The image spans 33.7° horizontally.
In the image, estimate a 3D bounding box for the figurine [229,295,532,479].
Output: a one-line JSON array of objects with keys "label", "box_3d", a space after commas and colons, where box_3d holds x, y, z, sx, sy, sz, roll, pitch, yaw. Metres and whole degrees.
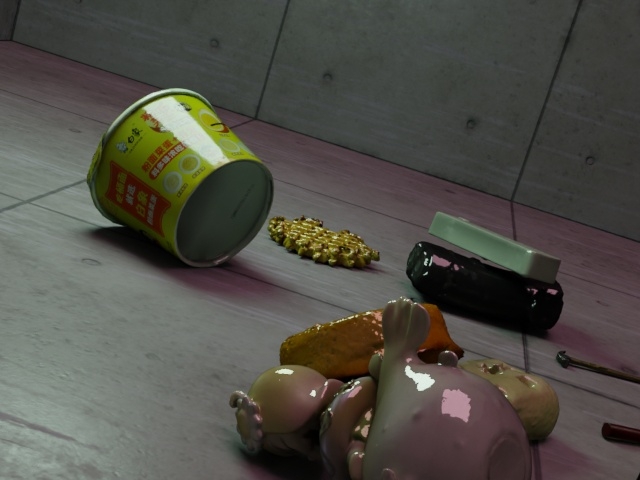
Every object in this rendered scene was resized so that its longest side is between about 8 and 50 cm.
[{"label": "figurine", "box_3d": [0.055, 0.197, 1.212, 0.394, 0.274, 0.226, 5, -2, 45]}]

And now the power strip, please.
[{"label": "power strip", "box_3d": [0.357, 0.008, 2.249, 0.091, 0.062, 0.385, 16, 7, -31]}]

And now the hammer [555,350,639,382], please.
[{"label": "hammer", "box_3d": [0.543, 0.249, 2.060, 0.182, 0.017, 0.062, 16, 13, -10]}]

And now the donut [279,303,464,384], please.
[{"label": "donut", "box_3d": [0.065, 0.160, 1.421, 0.253, 0.118, 0.253, -11, -10, -2]}]

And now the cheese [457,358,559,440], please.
[{"label": "cheese", "box_3d": [0.238, 0.237, 1.569, 0.159, 0.093, 0.263, 26, 16, 38]}]

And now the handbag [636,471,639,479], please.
[{"label": "handbag", "box_3d": [0.597, 0.280, 1.524, 0.160, 0.236, 0.358, 22, 14, 30]}]

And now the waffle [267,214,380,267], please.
[{"label": "waffle", "box_3d": [0.000, 0.000, 2.326, 0.231, 0.051, 0.228, 7, 19, -33]}]

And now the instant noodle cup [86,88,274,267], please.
[{"label": "instant noodle cup", "box_3d": [-0.246, -0.102, 1.971, 0.221, 0.311, 0.311, 37, 22, 34]}]

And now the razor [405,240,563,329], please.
[{"label": "razor", "box_3d": [0.345, 0.097, 2.227, 0.327, 0.107, 0.189, 16, 12, -5]}]

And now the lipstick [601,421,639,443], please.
[{"label": "lipstick", "box_3d": [0.540, 0.326, 1.730, 0.176, 0.027, 0.027, 14, 13, -19]}]
